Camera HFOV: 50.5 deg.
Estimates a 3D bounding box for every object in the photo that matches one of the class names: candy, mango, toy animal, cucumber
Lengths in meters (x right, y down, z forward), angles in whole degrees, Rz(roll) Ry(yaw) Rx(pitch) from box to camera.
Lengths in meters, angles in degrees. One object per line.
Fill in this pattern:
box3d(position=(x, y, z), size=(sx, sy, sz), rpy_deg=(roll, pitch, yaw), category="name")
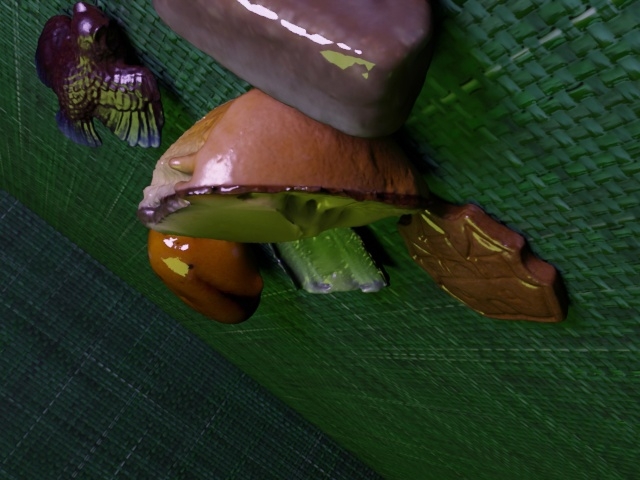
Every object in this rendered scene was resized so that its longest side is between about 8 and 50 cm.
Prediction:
box3d(position=(-0.024, -0.175, 0.522), size=(0.234, 0.102, 0.104), rpy_deg=(29, 159, 14), category="candy")
box3d(position=(-0.195, 0.038, 1.185), size=(0.201, 0.152, 0.287), rpy_deg=(11, 153, 27), category="mango")
box3d(position=(-0.290, -0.203, 0.849), size=(0.218, 0.116, 0.179), rpy_deg=(39, 161, 10), category="toy animal")
box3d(position=(0.000, 0.000, 0.902), size=(0.115, 0.086, 0.193), rpy_deg=(-25, 128, 15), category="cucumber")

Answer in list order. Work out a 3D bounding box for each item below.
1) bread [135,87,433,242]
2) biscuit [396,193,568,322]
box3d(position=(-0.030, -0.079, 0.664), size=(0.262, 0.162, 0.204), rpy_deg=(-2, -179, -35), category="bread")
box3d(position=(0.165, 0.021, 0.754), size=(0.215, 0.034, 0.182), rpy_deg=(43, 158, -20), category="biscuit")
